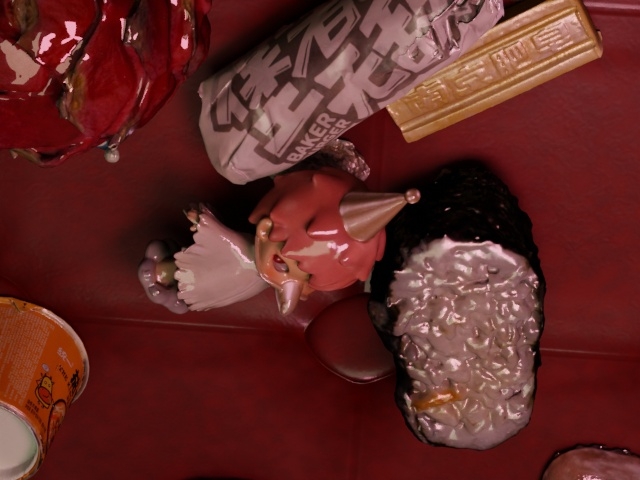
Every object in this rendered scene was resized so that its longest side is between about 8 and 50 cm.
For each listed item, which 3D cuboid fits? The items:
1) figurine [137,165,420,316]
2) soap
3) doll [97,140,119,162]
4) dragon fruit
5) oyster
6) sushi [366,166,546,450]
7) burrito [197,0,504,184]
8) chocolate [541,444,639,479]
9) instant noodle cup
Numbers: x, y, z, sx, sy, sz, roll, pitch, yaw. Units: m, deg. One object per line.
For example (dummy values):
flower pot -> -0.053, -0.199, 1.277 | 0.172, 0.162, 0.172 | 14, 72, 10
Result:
figurine -> -0.032, 0.009, 1.849 | 0.387, 0.166, 0.207 | -12, 151, 33
soap -> 0.188, -0.200, 1.796 | 0.252, 0.037, 0.092 | -24, 122, 20
doll -> -0.264, -0.141, 1.866 | 0.076, 0.050, 0.083 | 14, 130, 16
dragon fruit -> -0.267, -0.238, 1.641 | 0.329, 0.329, 0.329 | 2, 127, 3
oyster -> -0.001, -0.083, 1.896 | 0.100, 0.037, 0.098 | -38, 116, 27
sushi -> 0.170, 0.087, 1.929 | 0.211, 0.171, 0.350 | -8, 126, 8
burrito -> 0.038, -0.204, 1.752 | 0.445, 0.101, 0.139 | -30, 97, 30
chocolate -> 0.423, 0.370, 2.171 | 0.261, 0.083, 0.161 | 9, 128, -4
instant noodle cup -> -0.419, 0.204, 2.056 | 0.215, 0.172, 0.216 | 3, 127, 4
